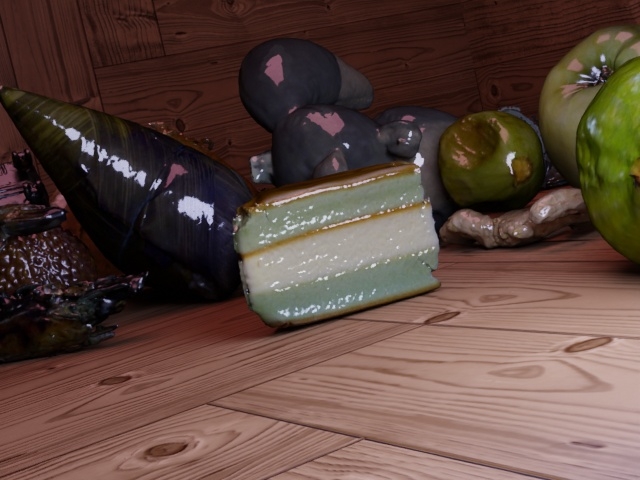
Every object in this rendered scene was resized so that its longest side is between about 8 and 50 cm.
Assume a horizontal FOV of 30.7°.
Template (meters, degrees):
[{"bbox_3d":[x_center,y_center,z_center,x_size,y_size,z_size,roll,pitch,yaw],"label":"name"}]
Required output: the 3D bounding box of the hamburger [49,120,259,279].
[{"bbox_3d":[-0.326,-0.073,2.129,0.445,0.287,0.268,-15,4,-37],"label":"hamburger"}]

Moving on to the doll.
[{"bbox_3d":[0.085,-0.161,1.756,0.382,0.378,0.252,5,-29,-39],"label":"doll"}]

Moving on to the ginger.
[{"bbox_3d":[0.266,-0.023,1.537,0.149,0.065,0.258,-3,-8,-31],"label":"ginger"}]

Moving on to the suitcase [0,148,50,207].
[{"bbox_3d":[-0.514,0.009,1.813,0.202,0.128,0.312,-15,-34,-20],"label":"suitcase"}]

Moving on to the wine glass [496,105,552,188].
[{"bbox_3d":[0.205,-0.126,2.002,0.190,0.190,0.357,-18,12,-40],"label":"wine glass"}]

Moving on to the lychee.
[{"bbox_3d":[-0.415,0.054,1.673,0.194,0.194,0.194,-12,6,1],"label":"lychee"}]

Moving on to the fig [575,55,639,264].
[{"bbox_3d":[0.327,-0.068,1.127,0.314,0.233,0.233,-30,16,-37],"label":"fig"}]

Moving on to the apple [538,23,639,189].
[{"bbox_3d":[0.425,-0.163,1.543,0.262,0.262,0.262,-12,6,1],"label":"apple"}]

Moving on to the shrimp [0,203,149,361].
[{"bbox_3d":[-0.385,0.044,1.522,0.365,0.233,0.071,-12,-25,22],"label":"shrimp"}]

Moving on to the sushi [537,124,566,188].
[{"bbox_3d":[0.375,-0.129,2.128,0.273,0.109,0.134,-27,12,-3],"label":"sushi"}]

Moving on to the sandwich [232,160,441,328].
[{"bbox_3d":[0.032,0.000,1.327,0.198,0.155,0.227,-11,7,14],"label":"sandwich"}]

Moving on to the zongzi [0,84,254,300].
[{"bbox_3d":[-0.318,-0.081,1.748,0.208,0.432,0.403,-60,17,-13],"label":"zongzi"}]

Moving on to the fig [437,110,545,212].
[{"bbox_3d":[0.238,-0.106,1.593,0.144,0.154,0.166,-47,7,-10],"label":"fig"}]
